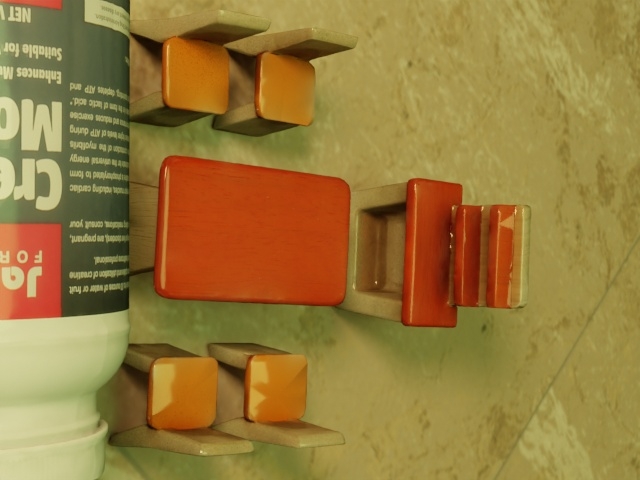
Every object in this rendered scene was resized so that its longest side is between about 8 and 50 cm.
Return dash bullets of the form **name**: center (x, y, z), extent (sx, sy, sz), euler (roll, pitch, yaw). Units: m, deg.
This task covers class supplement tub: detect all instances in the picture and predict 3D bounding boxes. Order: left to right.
- **supplement tub**: center (-0.185, -0.024, 0.642), extent (0.191, 0.191, 0.272), euler (0, 90, -44)

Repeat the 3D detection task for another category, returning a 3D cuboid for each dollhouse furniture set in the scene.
- **dollhouse furniture set**: center (0.000, 0.000, 0.859), extent (0.259, 0.135, 0.262), euler (4, 88, -44)
